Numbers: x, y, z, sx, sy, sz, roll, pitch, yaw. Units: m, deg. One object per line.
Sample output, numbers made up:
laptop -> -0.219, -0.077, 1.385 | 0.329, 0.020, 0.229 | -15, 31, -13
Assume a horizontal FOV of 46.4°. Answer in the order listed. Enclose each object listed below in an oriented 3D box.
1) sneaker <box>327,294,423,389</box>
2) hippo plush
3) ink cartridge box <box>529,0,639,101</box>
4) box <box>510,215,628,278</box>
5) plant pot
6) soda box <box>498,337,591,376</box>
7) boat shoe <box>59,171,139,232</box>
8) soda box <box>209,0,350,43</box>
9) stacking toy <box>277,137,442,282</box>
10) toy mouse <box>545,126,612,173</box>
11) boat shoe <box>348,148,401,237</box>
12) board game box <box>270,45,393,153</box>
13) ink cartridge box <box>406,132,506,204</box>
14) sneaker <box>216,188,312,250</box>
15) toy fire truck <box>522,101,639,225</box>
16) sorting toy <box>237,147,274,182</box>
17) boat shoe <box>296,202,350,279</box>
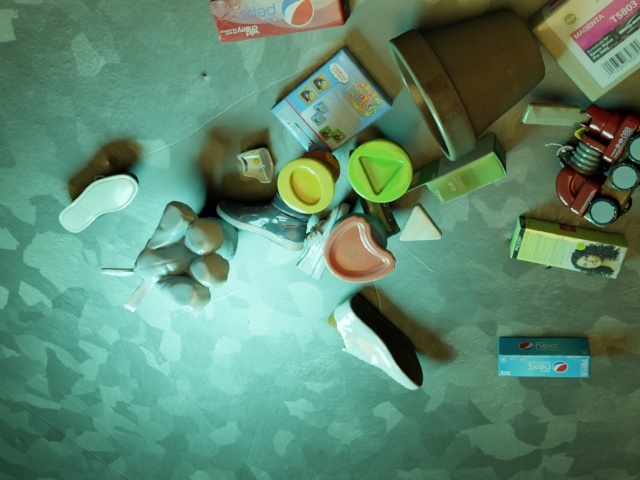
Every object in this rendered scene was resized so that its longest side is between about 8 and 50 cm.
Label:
sneaker -> 0.136, 0.268, 1.871 | 0.290, 0.106, 0.123 | 49, 126, -6
hippo plush -> -0.291, 0.059, 1.740 | 0.294, 0.237, 0.234 | -44, 74, 16
ink cartridge box -> 0.536, -0.406, 1.371 | 0.193, 0.088, 0.235 | 42, 121, -14
box -> 0.542, 0.014, 1.640 | 0.233, 0.058, 0.087 | 11, 122, 7
plant pot -> 0.286, -0.316, 1.408 | 0.229, 0.263, 0.263 | -29, 112, 8
soda box -> 0.535, 0.280, 1.794 | 0.210, 0.071, 0.067 | -1, 121, 14
boat shoe -> -0.526, -0.102, 1.806 | 0.255, 0.079, 0.095 | -33, 111, 30
soda box -> -0.079, -0.461, 1.483 | 0.264, 0.083, 0.092 | -5, 119, 15
stacking toy -> 0.095, -0.084, 1.584 | 0.280, 0.130, 0.308 | -22, 107, 22
toy mouse -> 0.548, -0.175, 1.540 | 0.161, 0.031, 0.143 | -3, 119, 15
boat shoe -> 0.122, -0.106, 1.660 | 0.074, 0.080, 0.223 | -20, 109, -5
board game box -> 0.023, -0.285, 1.591 | 0.212, 0.039, 0.160 | -34, 108, 29
ink cartridge box -> 0.285, -0.139, 1.577 | 0.209, 0.109, 0.062 | -25, 111, 25
sneaker -> -0.121, -0.091, 1.720 | 0.226, 0.086, 0.163 | 22, 114, 9
toy fire truck -> 0.514, -0.170, 1.463 | 0.246, 0.159, 0.217 | 36, 122, 23
sorting toy -> -0.151, -0.175, 1.699 | 0.075, 0.045, 0.083 | -3, 120, 23
boat shoe -> 0.000, 0.000, 1.742 | 0.076, 0.083, 0.226 | 22, 124, -2
